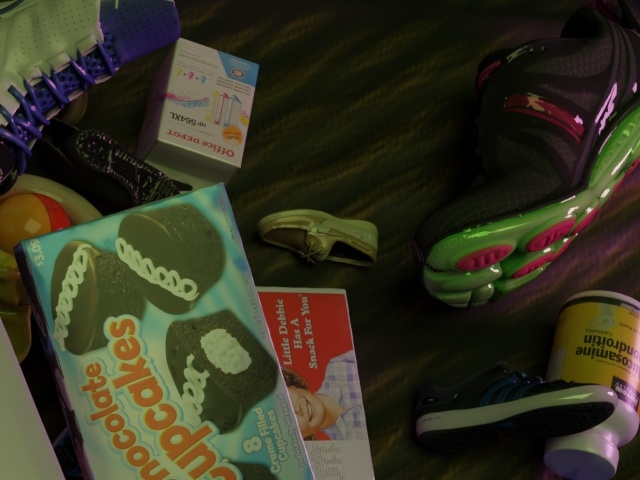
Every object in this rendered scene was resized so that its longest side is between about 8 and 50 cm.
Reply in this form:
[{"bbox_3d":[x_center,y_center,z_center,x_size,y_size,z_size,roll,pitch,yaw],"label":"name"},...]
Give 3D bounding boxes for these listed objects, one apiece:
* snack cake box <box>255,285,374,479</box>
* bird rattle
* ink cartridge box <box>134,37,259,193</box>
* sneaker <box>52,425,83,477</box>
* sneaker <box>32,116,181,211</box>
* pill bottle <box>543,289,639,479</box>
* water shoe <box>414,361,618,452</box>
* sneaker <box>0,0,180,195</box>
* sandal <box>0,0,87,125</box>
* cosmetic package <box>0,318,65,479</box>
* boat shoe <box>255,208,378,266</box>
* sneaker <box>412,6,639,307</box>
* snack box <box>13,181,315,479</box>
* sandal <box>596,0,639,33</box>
[{"bbox_3d":[-0.041,0.179,1.641,0.152,0.089,0.264,2,65,-22],"label":"snack cake box"},{"bbox_3d":[-0.249,0.011,1.610,0.253,0.143,0.207,-14,56,-33],"label":"bird rattle"},{"bbox_3d":[-0.127,-0.111,1.741,0.092,0.090,0.143,17,59,-17],"label":"ink cartridge box"},{"bbox_3d":[-0.169,0.143,1.593,0.190,0.083,0.071,-36,126,0],"label":"sneaker"},{"bbox_3d":[-0.210,-0.064,1.686,0.170,0.089,0.051,42,65,-24],"label":"sneaker"},{"bbox_3d":[0.284,0.152,1.795,0.103,0.103,0.184,24,58,-13],"label":"pill bottle"},{"bbox_3d":[0.190,0.152,1.721,0.203,0.073,0.080,-10,55,10],"label":"water shoe"},{"bbox_3d":[-0.275,-0.135,1.598,0.315,0.127,0.182,-14,62,-2],"label":"sneaker"},{"bbox_3d":[-0.265,-0.224,1.757,0.079,0.088,0.240,8,66,-57],"label":"sandal"},{"bbox_3d":[-0.374,0.095,1.446,0.161,0.230,0.453,-16,73,-30],"label":"cosmetic package"},{"bbox_3d":[0.000,0.000,1.769,0.135,0.050,0.045,5,59,-23],"label":"boat shoe"},{"bbox_3d":[0.220,-0.095,1.860,0.202,0.185,0.483,41,46,7],"label":"sneaker"},{"bbox_3d":[-0.128,0.130,1.498,0.187,0.060,0.322,-17,90,-19],"label":"snack box"},{"bbox_3d":[0.351,-0.281,2.049,0.067,0.040,0.179,29,23,-32],"label":"sandal"}]
